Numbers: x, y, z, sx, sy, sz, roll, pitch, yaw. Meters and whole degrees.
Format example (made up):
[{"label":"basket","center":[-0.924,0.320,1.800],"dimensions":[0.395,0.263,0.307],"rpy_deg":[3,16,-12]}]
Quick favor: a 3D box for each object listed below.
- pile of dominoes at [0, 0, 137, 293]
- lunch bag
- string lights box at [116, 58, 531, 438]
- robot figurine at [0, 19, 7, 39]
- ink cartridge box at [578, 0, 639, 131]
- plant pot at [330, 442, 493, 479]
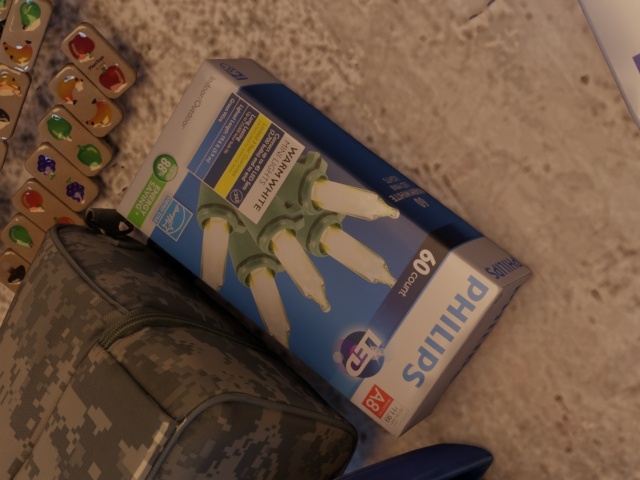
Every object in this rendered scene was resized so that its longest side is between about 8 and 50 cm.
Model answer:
[{"label":"pile of dominoes","center":[-0.257,-0.070,1.091],"dimensions":[0.196,0.040,0.251],"rpy_deg":[21,113,-6]},{"label":"lunch bag","center":[-0.161,0.159,1.028],"dimensions":[0.256,0.212,0.305],"rpy_deg":[37,100,33]},{"label":"string lights box","center":[0.000,0.000,1.016],"dimensions":[0.259,0.076,0.133],"rpy_deg":[38,110,15]},{"label":"robot figurine","center":[-0.284,-0.243,1.106],"dimensions":[0.211,0.085,0.291],"rpy_deg":[41,112,14]},{"label":"ink cartridge box","center":[0.271,-0.276,0.858],"dimensions":[0.324,0.071,0.330],"rpy_deg":[-27,88,26]},{"label":"plant pot","center":[0.062,0.273,0.948],"dimensions":[0.212,0.236,0.236],"rpy_deg":[45,112,20]}]
